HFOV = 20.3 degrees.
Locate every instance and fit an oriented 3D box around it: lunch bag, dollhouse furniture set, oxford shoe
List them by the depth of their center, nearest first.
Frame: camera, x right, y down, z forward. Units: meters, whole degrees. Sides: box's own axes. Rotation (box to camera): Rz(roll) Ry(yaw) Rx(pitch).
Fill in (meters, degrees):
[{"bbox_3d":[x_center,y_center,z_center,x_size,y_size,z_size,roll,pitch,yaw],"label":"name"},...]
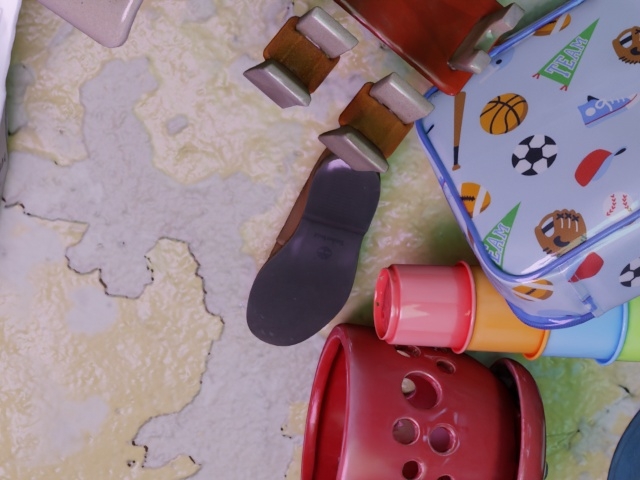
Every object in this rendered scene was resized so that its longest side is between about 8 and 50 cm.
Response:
[{"bbox_3d":[0.028,-0.219,1.348,0.259,0.135,0.262,40,82,-12],"label":"dollhouse furniture set"},{"bbox_3d":[0.234,-0.091,1.354,0.303,0.243,0.115,-29,140,9],"label":"lunch bag"},{"bbox_3d":[0.000,0.000,1.467,0.076,0.076,0.212,23,124,-9],"label":"oxford shoe"}]

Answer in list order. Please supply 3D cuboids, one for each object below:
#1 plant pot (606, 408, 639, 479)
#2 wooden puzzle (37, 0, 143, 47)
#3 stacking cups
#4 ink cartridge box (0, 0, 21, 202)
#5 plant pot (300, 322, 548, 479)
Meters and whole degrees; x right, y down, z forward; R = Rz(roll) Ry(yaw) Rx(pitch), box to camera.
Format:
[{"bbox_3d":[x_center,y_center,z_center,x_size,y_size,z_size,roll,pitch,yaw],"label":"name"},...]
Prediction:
[{"bbox_3d":[0.384,0.260,1.447,0.271,0.255,0.272,0,108,1],"label":"plant pot"},{"bbox_3d":[-0.188,-0.363,1.295,0.322,0.080,0.348,35,112,16],"label":"wooden puzzle"},{"bbox_3d":[0.202,0.050,1.430,0.316,0.096,0.096,6,109,-14],"label":"stacking cups"},{"bbox_3d":[-0.390,-0.124,1.378,0.308,0.091,0.385,16,120,-3],"label":"ink cartridge box"},{"bbox_3d":[0.082,0.171,1.463,0.174,0.191,0.191,8,109,-12],"label":"plant pot"}]
